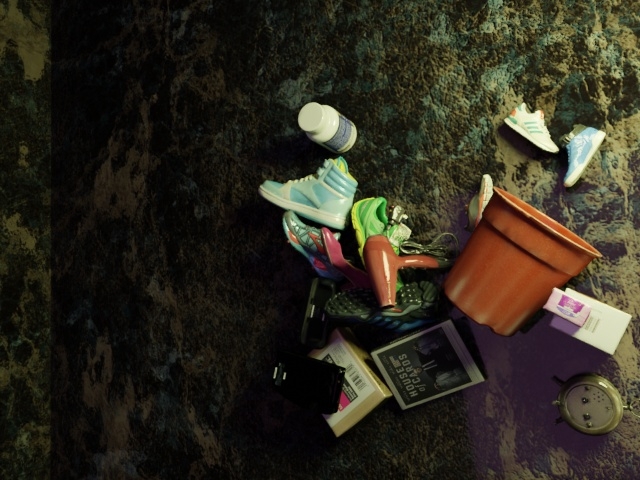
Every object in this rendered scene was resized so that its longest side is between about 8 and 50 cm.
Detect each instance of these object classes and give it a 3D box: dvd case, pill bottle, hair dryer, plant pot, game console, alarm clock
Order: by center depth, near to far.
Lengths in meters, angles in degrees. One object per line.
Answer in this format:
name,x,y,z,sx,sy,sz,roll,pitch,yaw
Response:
alarm clock,0.618,0.365,1.128,0.192,0.064,0.129,-5,80,26
plant pot,0.437,0.060,1.174,0.272,0.272,0.265,41,111,28
hair dryer,0.216,0.048,1.289,0.224,0.080,0.293,31,65,12
dvd case,0.273,0.320,1.316,0.239,0.029,0.179,-29,91,23
game console,-0.014,0.282,1.419,0.213,0.044,0.361,9,85,33
pill bottle,0.018,-0.334,1.504,0.112,0.187,0.112,-5,81,29

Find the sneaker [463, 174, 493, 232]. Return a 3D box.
sneaker,0.403,-0.095,1.322,0.065,0.061,0.157,10,87,37

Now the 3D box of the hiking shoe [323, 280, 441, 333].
hiking shoe,0.160,0.197,1.332,0.304,0.113,0.132,-6,120,13

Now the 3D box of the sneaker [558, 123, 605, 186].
sneaker,0.601,-0.207,1.220,0.085,0.058,0.152,33,95,24

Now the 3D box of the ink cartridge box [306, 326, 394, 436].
ink cartridge box,0.064,0.393,1.428,0.193,0.088,0.234,-46,63,15

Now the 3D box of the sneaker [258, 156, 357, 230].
sneaker,-0.027,-0.173,1.547,0.319,0.127,0.208,22,96,21

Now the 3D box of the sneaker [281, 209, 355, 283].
sneaker,0.000,0.000,1.484,0.125,0.104,0.262,-39,98,20

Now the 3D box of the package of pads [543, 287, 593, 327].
package of pads,0.506,0.137,1.042,0.083,0.032,0.050,30,100,32

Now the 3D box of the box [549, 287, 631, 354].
box,0.589,0.173,1.107,0.130,0.170,0.091,26,97,31

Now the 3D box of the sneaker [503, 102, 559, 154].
sneaker,0.539,-0.282,1.269,0.161,0.057,0.075,48,112,29

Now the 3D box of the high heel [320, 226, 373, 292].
high heel,0.085,0.055,1.405,0.117,0.082,0.244,-24,108,-2

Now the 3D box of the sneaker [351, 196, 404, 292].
sneaker,0.174,0.011,1.408,0.124,0.109,0.295,-25,72,25
